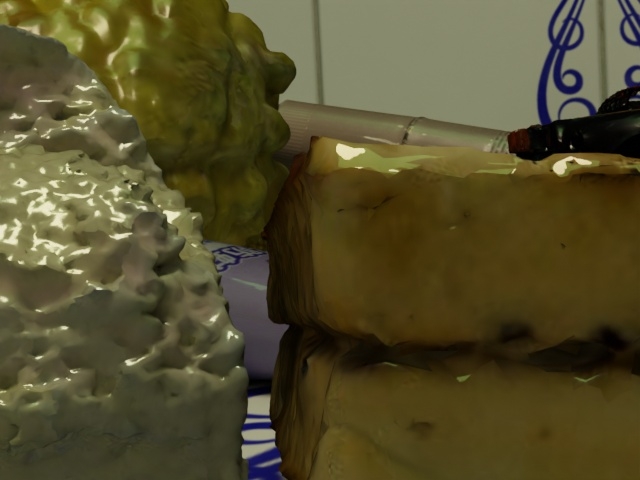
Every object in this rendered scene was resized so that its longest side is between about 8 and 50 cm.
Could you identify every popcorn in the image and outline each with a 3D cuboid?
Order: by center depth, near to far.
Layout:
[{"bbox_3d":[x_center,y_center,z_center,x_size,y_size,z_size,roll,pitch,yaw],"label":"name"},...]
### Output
[{"bbox_3d":[-0.138,-0.063,0.988,0.249,0.249,0.225,-6,-30,-29],"label":"popcorn"}]

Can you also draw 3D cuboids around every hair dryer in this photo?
[{"bbox_3d":[0.016,-0.012,1.006,0.195,0.054,0.220,11,39,29],"label":"hair dryer"}]

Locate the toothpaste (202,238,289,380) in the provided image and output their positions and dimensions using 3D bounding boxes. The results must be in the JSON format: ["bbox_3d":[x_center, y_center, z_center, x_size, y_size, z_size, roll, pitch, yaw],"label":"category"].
[{"bbox_3d":[-0.019,0.041,0.783,0.371,0.080,0.125,7,6,22],"label":"toothpaste"}]

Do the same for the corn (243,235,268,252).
[{"bbox_3d":[0.000,0.000,1.100,0.203,0.072,0.072,-3,6,5],"label":"corn"}]

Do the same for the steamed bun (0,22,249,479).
[{"bbox_3d":[-0.151,0.020,0.503,0.225,0.170,0.200,-6,11,-15],"label":"steamed bun"}]

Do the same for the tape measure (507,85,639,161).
[{"bbox_3d":[0.214,-0.025,0.901,0.202,0.135,0.223,-5,4,-27],"label":"tape measure"}]

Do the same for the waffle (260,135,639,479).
[{"bbox_3d":[0.089,0.029,0.462,0.213,0.091,0.308,2,-1,-4],"label":"waffle"}]
